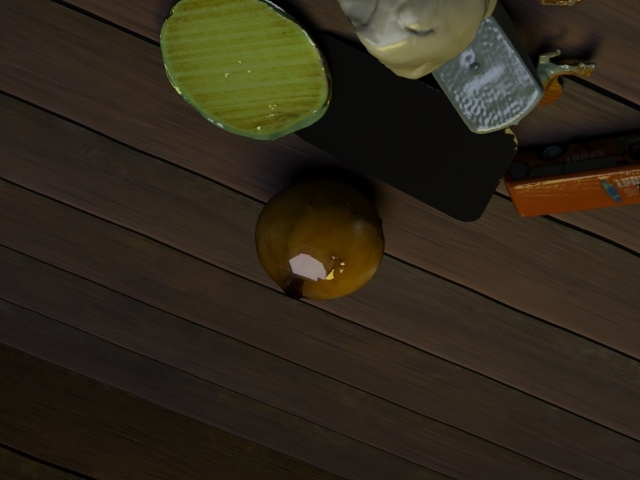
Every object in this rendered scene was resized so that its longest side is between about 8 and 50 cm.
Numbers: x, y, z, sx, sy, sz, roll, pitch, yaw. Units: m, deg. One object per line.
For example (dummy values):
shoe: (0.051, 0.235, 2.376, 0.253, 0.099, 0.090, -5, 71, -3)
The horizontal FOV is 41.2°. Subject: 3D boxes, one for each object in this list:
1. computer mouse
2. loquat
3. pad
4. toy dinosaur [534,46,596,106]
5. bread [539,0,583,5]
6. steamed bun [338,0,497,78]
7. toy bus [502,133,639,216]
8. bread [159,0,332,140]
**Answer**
computer mouse: (0.216, -0.261, 1.182, 0.128, 0.079, 0.231, -26, 98, 37)
loquat: (0.000, 0.000, 1.533, 0.235, 0.235, 0.235, 12, 143, 9)
pad: (0.138, -0.212, 1.361, 0.375, 0.063, 0.315, 29, 146, 7)
toy dinosaur: (0.303, -0.225, 1.269, 0.142, 0.057, 0.212, 3, 164, -7)
bread: (0.300, -0.348, 1.081, 0.233, 0.076, 0.105, 8, 141, 17)
steamed bun: (0.105, -0.345, 0.998, 0.203, 0.289, 0.276, -31, 100, 13)
toy bus: (0.480, -0.111, 1.291, 0.409, 0.092, 0.093, -7, 134, 29)
bread: (-0.123, -0.283, 1.369, 0.301, 0.045, 0.301, 13, 142, 11)
